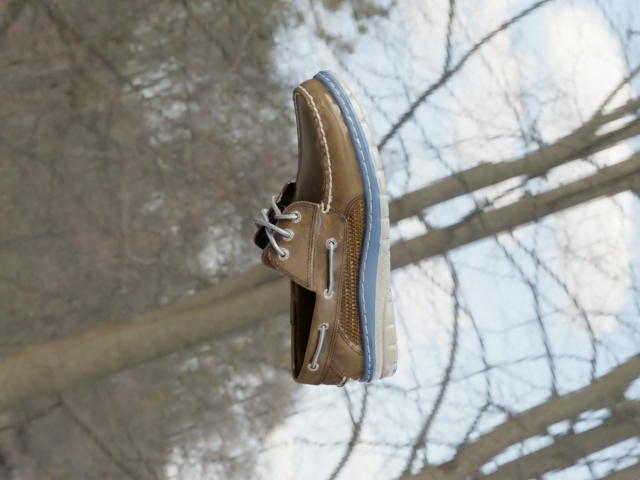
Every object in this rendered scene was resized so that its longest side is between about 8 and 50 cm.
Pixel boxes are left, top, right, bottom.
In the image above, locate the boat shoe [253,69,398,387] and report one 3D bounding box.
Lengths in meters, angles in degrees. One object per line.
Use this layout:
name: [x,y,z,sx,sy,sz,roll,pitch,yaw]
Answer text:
boat shoe: [0.000,0.000,0.692,0.066,0.066,0.183,-143,-138,-68]
